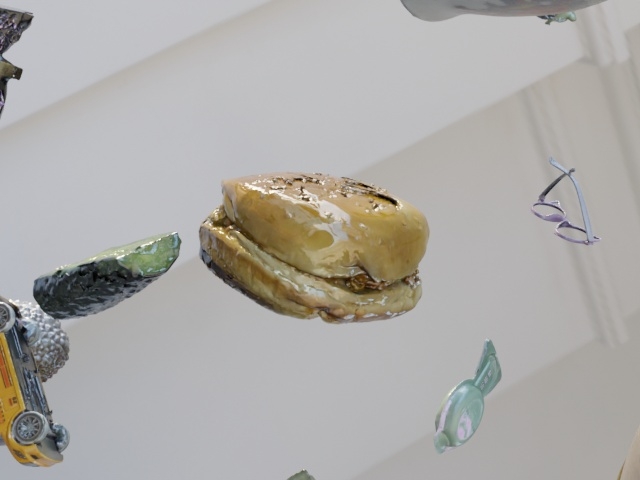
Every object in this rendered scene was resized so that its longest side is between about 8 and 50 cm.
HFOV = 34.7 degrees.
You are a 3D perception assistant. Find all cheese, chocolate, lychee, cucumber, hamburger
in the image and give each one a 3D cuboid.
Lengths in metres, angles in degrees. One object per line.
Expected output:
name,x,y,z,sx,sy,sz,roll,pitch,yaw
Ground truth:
cheese,0.143,0.156,0.991,0.026,0.121,0.067,14,-40,37
chocolate,-0.367,-0.196,1.167,0.072,0.070,0.147,-49,150,-69
lychee,-0.532,0.181,1.774,0.165,0.197,0.165,6,90,-71
cucumber,-0.213,0.043,1.040,0.211,0.078,0.062,-12,-79,51
hamburger,-0.007,-0.001,1.449,0.284,0.304,0.174,25,-73,35

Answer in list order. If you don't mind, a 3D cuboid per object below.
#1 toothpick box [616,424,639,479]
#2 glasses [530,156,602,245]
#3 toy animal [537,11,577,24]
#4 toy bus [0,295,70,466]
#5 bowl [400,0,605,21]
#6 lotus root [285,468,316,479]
toothpick box,0.524,0.334,1.143,0.409,0.409,0.425,52,-27,41
glasses,0.358,-0.068,1.470,0.140,0.062,0.104,-126,-141,-56
toy animal,0.364,-0.422,1.661,0.225,0.093,0.121,22,67,-64
toy bus,-0.286,0.132,0.927,0.069,0.074,0.162,71,-3,-69
bowl,0.194,-0.264,0.618,0.157,0.345,0.345,30,-22,19
lotus root,-0.049,0.524,1.476,0.267,0.260,0.149,56,0,35
